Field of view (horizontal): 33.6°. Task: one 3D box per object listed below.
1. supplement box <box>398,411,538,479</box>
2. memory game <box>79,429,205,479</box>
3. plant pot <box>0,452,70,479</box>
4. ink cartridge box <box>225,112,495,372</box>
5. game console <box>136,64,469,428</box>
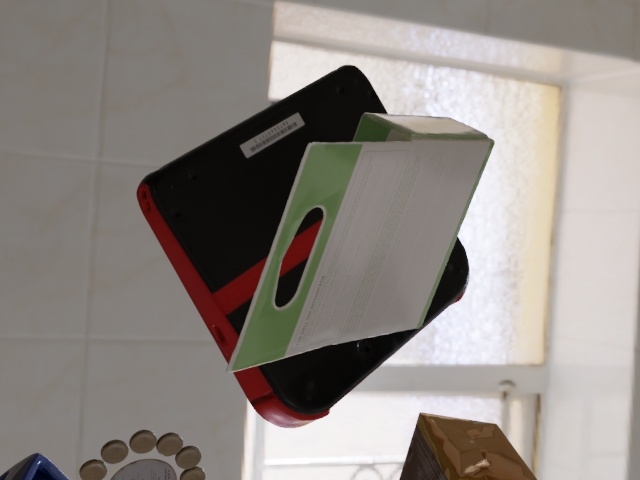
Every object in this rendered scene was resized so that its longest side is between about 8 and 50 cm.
[{"bbox_3d":[0.199,0.383,1.522,0.191,0.129,0.194,-121,-136,-69],"label":"supplement box"},{"bbox_3d":[-0.245,0.332,1.445,0.012,0.186,0.186,-127,-133,-54],"label":"memory game"},{"bbox_3d":[-0.467,0.502,1.613,0.212,0.236,0.236,-26,-155,25],"label":"plant pot"},{"bbox_3d":[0.021,-0.005,0.762,0.056,0.235,0.171,33,-67,33],"label":"ink cartridge box"},{"bbox_3d":[0.000,0.000,1.287,0.060,0.386,0.342,-25,-82,51],"label":"game console"}]
